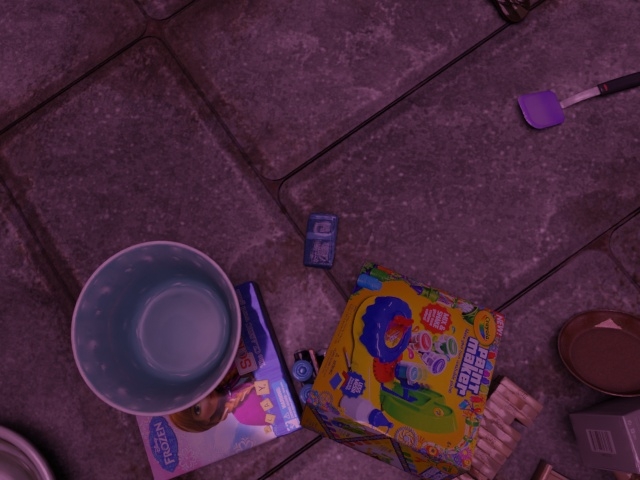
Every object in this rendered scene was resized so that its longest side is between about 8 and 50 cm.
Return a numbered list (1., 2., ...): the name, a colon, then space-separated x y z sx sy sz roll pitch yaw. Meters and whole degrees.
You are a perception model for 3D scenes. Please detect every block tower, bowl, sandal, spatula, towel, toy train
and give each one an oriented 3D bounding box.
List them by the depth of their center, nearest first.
1. bowl: -0.285 0.168 1.067 0.312 0.163 0.311 -1 78 6
2. block tower: 0.284 0.421 1.072 0.097 0.091 0.335 38 86 11
3. toy train: 0.008 0.301 1.129 0.105 0.080 0.184 -17 76 -7
4. towel: 0.000 0.000 1.207 0.067 0.029 0.119 6 80 7
5. spatula: 0.577 -0.314 1.212 0.297 0.030 0.084 -17 80 1
6. sandal: 0.408 -0.595 1.270 0.090 0.060 0.219 -27 93 6

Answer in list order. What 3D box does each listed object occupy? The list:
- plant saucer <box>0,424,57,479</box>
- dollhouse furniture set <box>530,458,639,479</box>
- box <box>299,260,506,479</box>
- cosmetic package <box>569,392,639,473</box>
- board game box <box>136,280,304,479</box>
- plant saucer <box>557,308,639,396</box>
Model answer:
1. plant saucer: -0.693 0.565 1.129 0.401 0.100 0.400 -1 80 4
2. dollhouse furniture set: 0.454 0.502 0.908 0.174 0.355 0.303 28 84 10
3. box: 0.148 0.239 1.025 0.279 0.177 0.289 21 59 6
4. cosmetic package: 0.587 0.327 1.003 0.238 0.127 0.107 -7 77 -21
5. board game box: -0.230 0.286 1.155 0.318 0.066 0.318 -22 78 1
6. plant saucer: 0.560 0.219 1.074 0.199 0.036 0.198 -7 43 6
